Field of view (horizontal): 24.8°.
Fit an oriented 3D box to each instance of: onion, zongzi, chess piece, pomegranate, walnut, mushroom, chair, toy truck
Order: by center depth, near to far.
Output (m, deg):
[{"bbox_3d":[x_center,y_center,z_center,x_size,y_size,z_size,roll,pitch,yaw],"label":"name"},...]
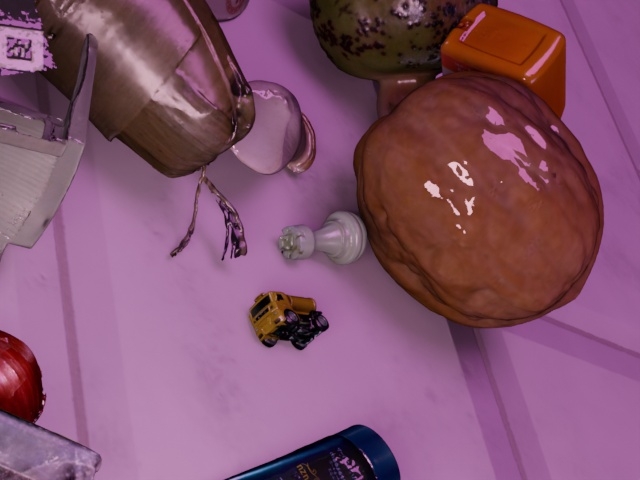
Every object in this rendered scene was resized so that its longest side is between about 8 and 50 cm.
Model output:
[{"bbox_3d":[-0.290,0.125,1.188,0.131,0.131,0.131,32,34,-25],"label":"onion"},{"bbox_3d":[-0.320,-0.072,1.317,0.190,0.203,0.275,20,32,-22],"label":"chair"},{"bbox_3d":[-0.039,0.087,1.627,0.083,0.049,0.054,10,47,-48],"label":"toy truck"},{"bbox_3d":[-0.153,-0.244,1.657,0.447,0.181,0.418,44,45,-10],"label":"zongzi"},{"bbox_3d":[0.000,0.000,1.765,0.103,0.067,0.067,-7,60,-44],"label":"chess piece"},{"bbox_3d":[-0.063,-0.136,1.778,0.225,0.093,0.116,-26,108,-81],"label":"mushroom"},{"bbox_3d":[0.205,-0.044,1.855,0.344,0.306,0.306,42,31,-3],"label":"walnut"},{"bbox_3d":[0.126,-0.293,2.097,0.285,0.285,0.341,-12,96,-56],"label":"pomegranate"}]

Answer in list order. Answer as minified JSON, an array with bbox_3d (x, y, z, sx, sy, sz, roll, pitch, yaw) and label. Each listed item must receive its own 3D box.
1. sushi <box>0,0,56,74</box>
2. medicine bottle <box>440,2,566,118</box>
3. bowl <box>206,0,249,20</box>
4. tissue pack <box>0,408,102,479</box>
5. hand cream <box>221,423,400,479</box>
[{"bbox_3d":[-0.366,-0.249,1.286,0.192,0.043,0.280,-11,70,-27],"label":"sushi"},{"bbox_3d":[0.253,-0.199,1.997,0.149,0.222,0.112,26,60,27],"label":"medicine bottle"},{"bbox_3d":[-0.181,-0.474,1.970,0.337,0.157,0.337,33,33,-26],"label":"bowl"},{"bbox_3d":[-0.301,0.190,1.076,0.235,0.073,0.173,31,79,-27],"label":"tissue pack"},{"bbox_3d":[-0.022,0.264,1.457,0.270,0.061,0.120,-21,77,-50],"label":"hand cream"}]
